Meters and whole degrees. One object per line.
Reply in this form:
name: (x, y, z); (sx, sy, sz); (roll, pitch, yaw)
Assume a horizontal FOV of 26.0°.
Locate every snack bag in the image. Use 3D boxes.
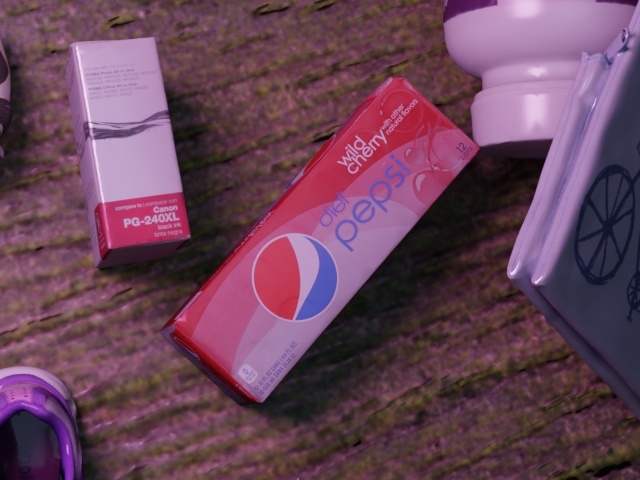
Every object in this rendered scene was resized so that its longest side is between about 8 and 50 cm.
snack bag: (0.265, -0.060, 1.060); (0.323, 0.037, 0.343); (39, 69, -51)

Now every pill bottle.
pill bottle: (0.179, -0.220, 1.086); (0.169, 0.169, 0.302); (0, 86, -14)

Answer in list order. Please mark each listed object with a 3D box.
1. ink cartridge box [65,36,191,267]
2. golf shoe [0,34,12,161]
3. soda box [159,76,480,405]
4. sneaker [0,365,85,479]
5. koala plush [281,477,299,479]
ink cartridge box: (-0.143, -0.063, 1.016); (0.063, 0.109, 0.151); (-8, 84, -14)
golf shoe: (-0.357, -0.117, 0.988); (0.272, 0.105, 0.120); (9, 64, -19)
soda box: (0.000, 0.000, 1.057); (0.092, 0.083, 0.263); (42, 75, -5)
sneaker: (-0.198, 0.204, 0.967); (0.095, 0.104, 0.236); (-9, 85, -17)
koala plush: (0.018, 0.261, 0.966); (0.203, 0.196, 0.221); (-38, 89, -17)
